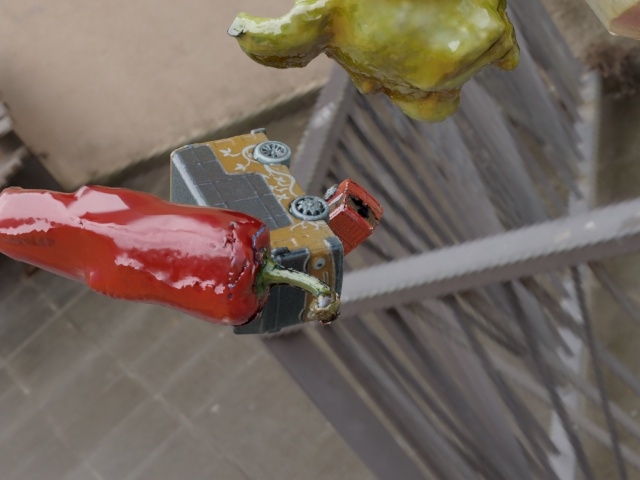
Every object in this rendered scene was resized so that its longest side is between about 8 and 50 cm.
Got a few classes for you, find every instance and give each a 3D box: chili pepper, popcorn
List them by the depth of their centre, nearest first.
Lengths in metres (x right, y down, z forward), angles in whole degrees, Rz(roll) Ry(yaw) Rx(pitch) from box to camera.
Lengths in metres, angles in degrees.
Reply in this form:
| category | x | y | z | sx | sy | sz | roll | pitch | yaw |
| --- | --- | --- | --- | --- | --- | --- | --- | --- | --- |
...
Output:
| category | x | y | z | sx | sy | sz | roll | pitch | yaw |
| --- | --- | --- | --- | --- | --- | --- | --- | --- | --- |
| chili pepper | -0.159 | 0.012 | 1.171 | 0.388 | 0.110 | 0.110 | 11 | 42 | 13 |
| popcorn | 0.058 | -0.270 | 1.348 | 0.326 | 0.290 | 0.321 | -42 | 37 | -13 |

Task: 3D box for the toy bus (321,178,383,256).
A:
| category | x | y | z | sx | sy | sz | roll | pitch | yaw |
| --- | --- | --- | --- | --- | --- | --- | --- | --- | --- |
| toy bus | 0.000 | 0.000 | 1.860 | 0.195 | 0.081 | 0.089 | -39 | 19 | 31 |

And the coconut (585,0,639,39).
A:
| category | x | y | z | sx | sy | sz | roll | pitch | yaw |
| --- | --- | --- | --- | --- | --- | --- | --- | --- | --- |
| coconut | 0.467 | -0.416 | 1.797 | 0.259 | 0.259 | 0.259 | -30 | 25 | 16 |

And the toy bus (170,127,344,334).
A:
| category | x | y | z | sx | sy | sz | roll | pitch | yaw |
| --- | --- | --- | --- | --- | --- | --- | --- | --- | --- |
| toy bus | -0.087 | -0.013 | 1.654 | 0.167 | 0.138 | 0.275 | -13 | 43 | -22 |
